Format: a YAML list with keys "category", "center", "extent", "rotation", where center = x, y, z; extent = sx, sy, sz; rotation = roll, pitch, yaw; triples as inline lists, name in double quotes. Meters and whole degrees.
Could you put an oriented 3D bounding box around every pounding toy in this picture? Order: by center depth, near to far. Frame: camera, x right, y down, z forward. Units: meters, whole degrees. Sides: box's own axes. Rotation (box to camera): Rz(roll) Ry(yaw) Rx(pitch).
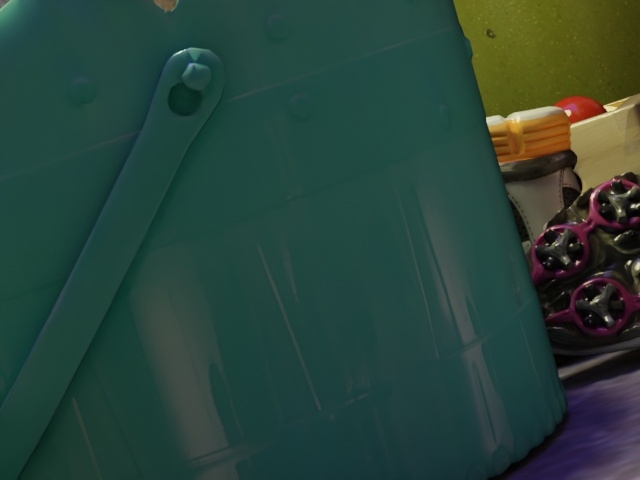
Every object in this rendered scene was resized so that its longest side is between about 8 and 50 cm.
- category: "pounding toy"
  center: [0.162, -0.040, 1.009]
  extent: [0.181, 0.094, 0.206]
  rotation: [-18, 4, 16]

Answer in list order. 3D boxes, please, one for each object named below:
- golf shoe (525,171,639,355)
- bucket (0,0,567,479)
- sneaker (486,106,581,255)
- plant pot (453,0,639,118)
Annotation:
- category: "golf shoe"
  center: [0.158, 0.003, 0.693]
  extent: [0.186, 0.067, 0.086]
  rotation: [-24, -27, -12]
- category: "bucket"
  center: [-0.057, 0.011, 0.616]
  extent: [0.281, 0.183, 0.281]
  rotation: [-19, 2, 1]
- category: "sneaker"
  center: [0.066, 0.017, 0.791]
  extent: [0.084, 0.083, 0.215]
  rotation: [-15, -16, -11]
- category: "plant pot"
  center: [0.156, -0.156, 1.182]
  extent: [0.275, 0.293, 0.275]
  rotation: [-20, 0, 0]
